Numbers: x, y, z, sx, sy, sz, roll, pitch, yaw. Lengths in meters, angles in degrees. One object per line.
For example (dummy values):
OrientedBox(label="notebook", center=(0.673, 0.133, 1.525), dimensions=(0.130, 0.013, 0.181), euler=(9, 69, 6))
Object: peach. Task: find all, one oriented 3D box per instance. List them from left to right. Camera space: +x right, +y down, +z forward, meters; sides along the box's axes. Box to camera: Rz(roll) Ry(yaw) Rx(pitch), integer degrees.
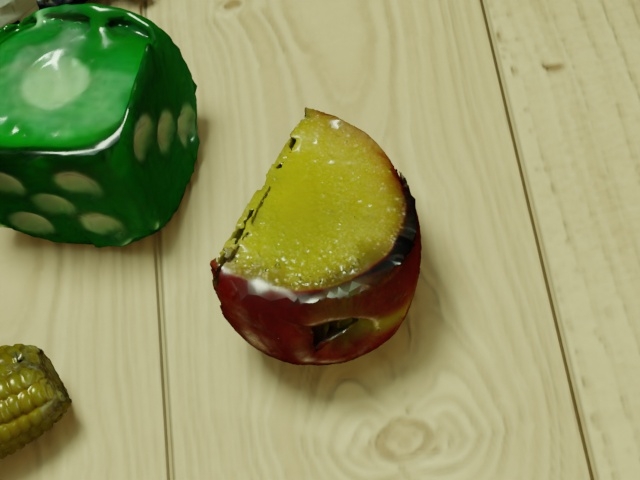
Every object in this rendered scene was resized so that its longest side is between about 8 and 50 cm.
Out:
OrientedBox(label="peach", center=(-0.001, 0.005, 0.933), dimensions=(0.127, 0.092, 0.172), euler=(-6, 45, 3))

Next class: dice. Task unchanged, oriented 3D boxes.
OrientedBox(label="dice", center=(-0.160, -0.074, 1.002), dimensions=(0.130, 0.120, 0.128), euler=(2, 59, 16))

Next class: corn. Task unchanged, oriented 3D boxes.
OrientedBox(label="corn", center=(-0.268, 0.126, 0.920), dimensions=(0.231, 0.080, 0.080), euler=(-25, 56, -3))

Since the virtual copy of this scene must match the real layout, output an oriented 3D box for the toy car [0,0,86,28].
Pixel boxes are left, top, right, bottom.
OrientedBox(label="toy car", center=(-0.245, -0.213, 1.115), dimensions=(0.301, 0.118, 0.193), euler=(-41, 65, -18))
